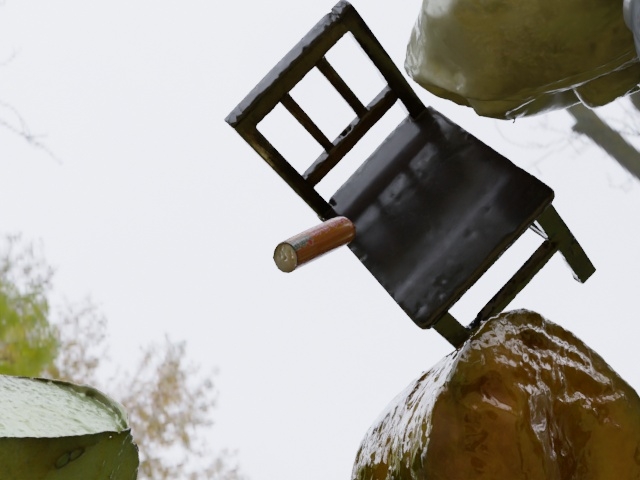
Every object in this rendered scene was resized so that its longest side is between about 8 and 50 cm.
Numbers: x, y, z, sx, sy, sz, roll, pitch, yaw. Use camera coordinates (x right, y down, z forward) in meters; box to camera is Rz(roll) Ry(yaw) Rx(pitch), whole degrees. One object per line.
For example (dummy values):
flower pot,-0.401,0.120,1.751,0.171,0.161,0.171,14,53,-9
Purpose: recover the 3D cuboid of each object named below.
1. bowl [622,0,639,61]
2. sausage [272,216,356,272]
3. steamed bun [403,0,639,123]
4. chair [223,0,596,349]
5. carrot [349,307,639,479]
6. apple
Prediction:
bowl,0.304,-0.197,0.934,0.189,0.086,0.189,-29,-44,-34
sausage,0.000,0.000,1.078,0.107,0.031,0.031,-26,-38,-46
steamed bun,0.260,-0.258,1.119,0.247,0.339,0.352,33,-33,5
chair,0.115,-0.039,1.258,0.203,0.240,0.416,-46,-32,1
carrot,0.158,0.206,0.977,0.241,0.242,0.341,-2,-22,-17
apple,-0.378,0.278,1.440,0.179,0.254,0.346,-32,-20,26
